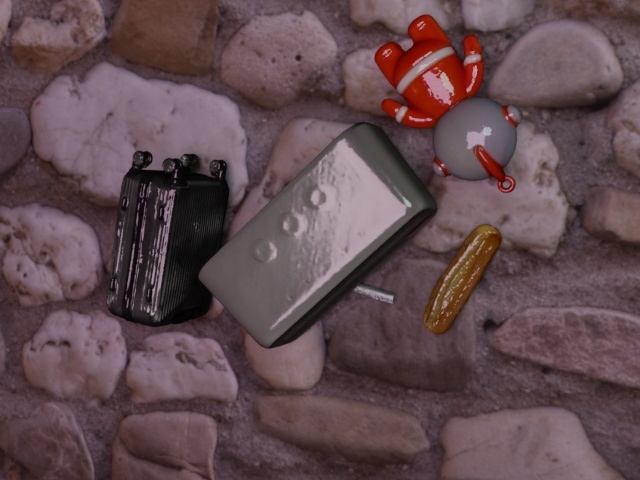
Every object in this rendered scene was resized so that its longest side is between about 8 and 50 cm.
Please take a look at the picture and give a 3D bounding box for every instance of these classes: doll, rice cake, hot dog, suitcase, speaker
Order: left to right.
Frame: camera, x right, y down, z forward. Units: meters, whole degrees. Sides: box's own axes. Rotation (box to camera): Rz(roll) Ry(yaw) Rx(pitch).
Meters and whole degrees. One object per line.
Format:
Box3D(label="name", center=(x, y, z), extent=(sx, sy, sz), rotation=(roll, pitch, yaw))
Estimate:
Box3D(label="suitcase", center=(-0.276, -0.002, 1.733), extent=(0.128, 0.202, 0.312), rotation=(13, 99, 26))
Box3D(label="speaker", center=(0.000, 0.000, 1.650), extent=(0.406, 0.183, 0.184), rotation=(-43, 76, 15))
Box3D(label="rice cake", center=(0.079, 0.091, 1.724), extent=(0.121, 0.022, 0.021), rotation=(17, 98, 15))
Box3D(label="doll", center=(0.230, -0.221, 1.614), extent=(0.200, 0.105, 0.336), rotation=(-38, 76, 15))
Box3D(label="hot dog", center=(0.240, 0.065, 1.659), extent=(0.066, 0.047, 0.215), rotation=(21, 104, -23))
